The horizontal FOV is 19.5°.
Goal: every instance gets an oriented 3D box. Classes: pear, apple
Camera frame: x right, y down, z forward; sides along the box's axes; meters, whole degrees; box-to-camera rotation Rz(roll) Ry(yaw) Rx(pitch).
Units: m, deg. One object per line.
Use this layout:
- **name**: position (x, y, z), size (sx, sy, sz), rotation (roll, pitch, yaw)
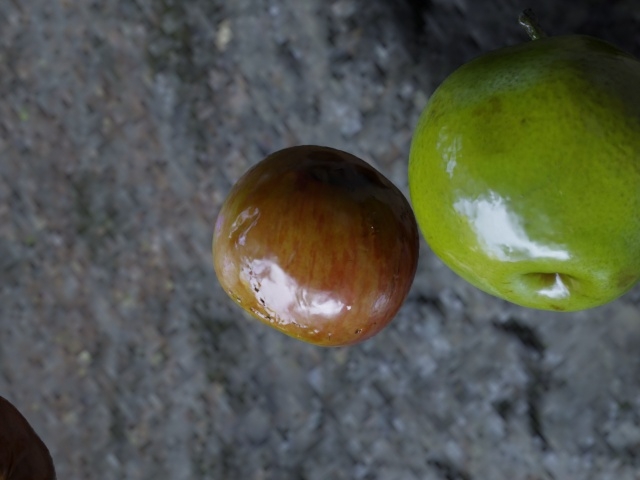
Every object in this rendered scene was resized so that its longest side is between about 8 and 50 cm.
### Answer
- **pear**: position (0.148, -0.063, 1.175), size (0.180, 0.216, 0.166), rotation (-22, 134, 39)
- **apple**: position (0.000, 0.000, 1.264), size (0.146, 0.146, 0.146), rotation (49, 165, 17)

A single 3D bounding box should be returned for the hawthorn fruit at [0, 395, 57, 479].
- **hawthorn fruit**: position (-0.288, 0.181, 1.378), size (0.189, 0.189, 0.189), rotation (49, 165, 17)
